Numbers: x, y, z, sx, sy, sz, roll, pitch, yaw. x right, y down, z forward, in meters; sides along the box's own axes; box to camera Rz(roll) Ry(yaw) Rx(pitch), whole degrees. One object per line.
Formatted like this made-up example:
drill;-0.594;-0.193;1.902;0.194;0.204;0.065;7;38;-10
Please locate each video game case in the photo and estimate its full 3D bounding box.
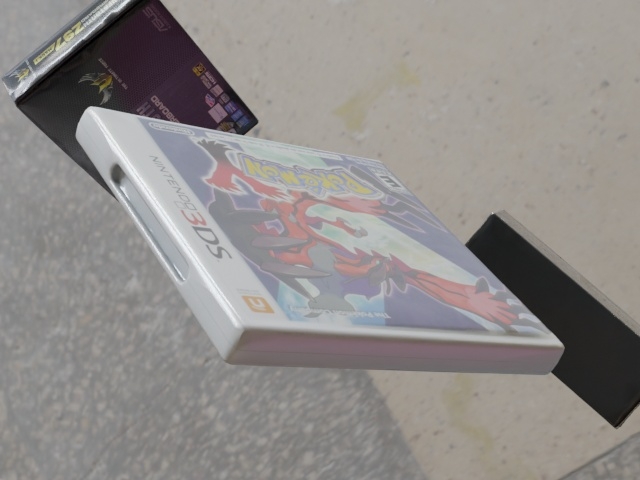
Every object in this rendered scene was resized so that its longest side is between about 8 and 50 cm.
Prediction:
video game case;0.000;0.000;0.558;0.201;0.023;0.183;7;30;-39

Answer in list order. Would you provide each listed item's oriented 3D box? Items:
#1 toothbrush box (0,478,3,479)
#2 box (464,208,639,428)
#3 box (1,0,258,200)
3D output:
toothbrush box;-0.300;0.338;0.883;0.283;0.122;0.206;-56;132;-17
box;0.277;0.084;1.316;0.261;0.184;0.103;42;98;8
box;-0.200;-0.151;1.216;0.183;0.232;0.059;-38;47;2
